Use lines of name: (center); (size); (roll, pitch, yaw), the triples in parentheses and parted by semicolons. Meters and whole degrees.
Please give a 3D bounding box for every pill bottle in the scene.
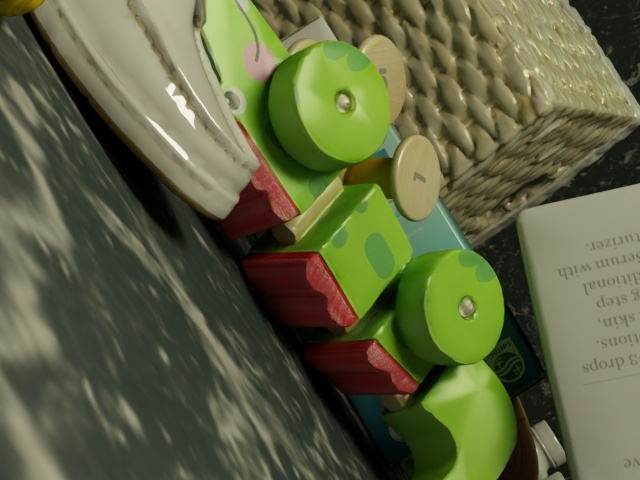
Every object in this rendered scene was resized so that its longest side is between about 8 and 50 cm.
pill bottle: (0.190, 0.232, 1.137); (0.065, 0.116, 0.065); (59, 4, -6)

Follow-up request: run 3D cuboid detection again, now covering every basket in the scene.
basket: (0.105, -0.175, 1.223); (0.266, 0.328, 0.331); (-1, 58, -58)

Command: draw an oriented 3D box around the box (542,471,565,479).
box: (0.214, 0.295, 1.064); (0.102, 0.101, 0.087); (55, 5, -49)

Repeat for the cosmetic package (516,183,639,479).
cosmetic package: (0.270, 0.189, 0.625); (0.161, 0.230, 0.453); (55, 25, -66)

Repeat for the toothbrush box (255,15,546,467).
toothbrush box: (0.043, 0.008, 0.853); (0.295, 0.126, 0.216); (59, 6, 13)

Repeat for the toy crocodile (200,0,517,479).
toy crocodile: (0.000, 0.000, 0.617); (0.115, 0.105, 0.340); (-10, -60, 48)

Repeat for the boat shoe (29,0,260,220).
boat shoe: (-0.090, -0.141, 0.498); (0.277, 0.096, 0.098); (59, 4, 11)

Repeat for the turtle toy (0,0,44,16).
turtle toy: (-0.109, -0.128, 0.352); (0.095, 0.066, 0.130); (59, 3, -5)

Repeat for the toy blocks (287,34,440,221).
toy blocks: (-0.012, -0.066, 0.696); (0.054, 0.148, 0.123); (-53, 131, -39)

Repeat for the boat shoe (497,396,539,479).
boat shoe: (0.097, 0.107, 0.988); (0.285, 0.104, 0.089); (59, 6, 11)
